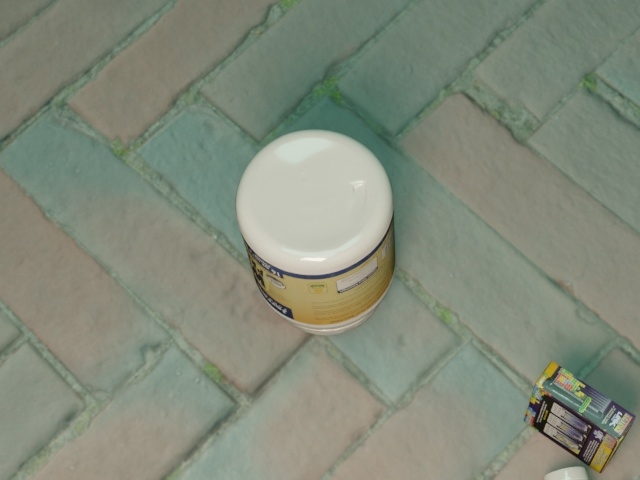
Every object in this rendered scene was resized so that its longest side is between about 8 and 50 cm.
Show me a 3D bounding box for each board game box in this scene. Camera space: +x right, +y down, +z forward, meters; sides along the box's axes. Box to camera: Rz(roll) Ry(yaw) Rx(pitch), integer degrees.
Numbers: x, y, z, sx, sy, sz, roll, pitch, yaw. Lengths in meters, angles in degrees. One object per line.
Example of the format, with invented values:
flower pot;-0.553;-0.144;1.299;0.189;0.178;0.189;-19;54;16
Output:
board game box;0.374;0.259;1.741;0.141;0.170;0.048;33;70;17

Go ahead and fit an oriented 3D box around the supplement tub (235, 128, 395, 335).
supplement tub;0.000;0.000;1.812;0.228;0.316;0.228;-2;64;4

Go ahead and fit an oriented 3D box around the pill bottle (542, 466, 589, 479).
pill bottle;0.369;0.401;1.724;0.078;0.078;0.137;-11;64;-1
